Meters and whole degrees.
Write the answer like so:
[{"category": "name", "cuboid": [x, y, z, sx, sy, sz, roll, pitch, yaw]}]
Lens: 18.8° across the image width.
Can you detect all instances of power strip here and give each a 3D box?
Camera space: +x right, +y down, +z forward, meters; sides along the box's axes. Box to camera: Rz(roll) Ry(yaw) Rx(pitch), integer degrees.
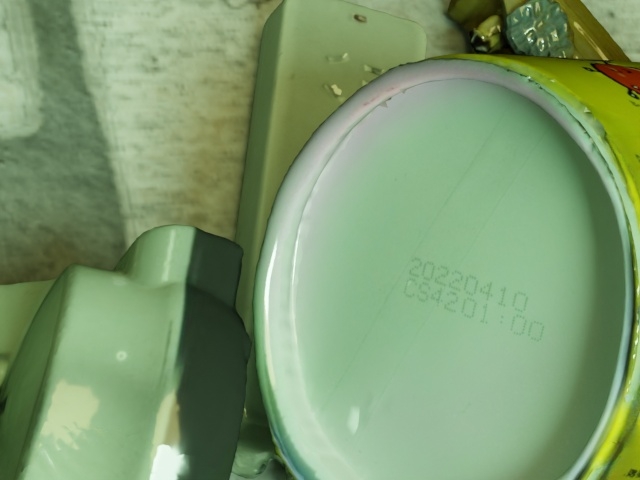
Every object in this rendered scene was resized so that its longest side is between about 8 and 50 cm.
[{"category": "power strip", "cuboid": [0.000, 0.000, 1.143, 0.098, 0.058, 0.338, 15, 65, -19]}]

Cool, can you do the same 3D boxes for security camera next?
[{"category": "security camera", "cuboid": [-0.189, 0.082, 0.955, 0.277, 0.197, 0.191, 17, 56, -10]}]

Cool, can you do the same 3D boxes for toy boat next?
[{"category": "toy boat", "cuboid": [0.175, -0.039, 1.220, 0.115, 0.089, 0.310, -31, 84, -28]}]

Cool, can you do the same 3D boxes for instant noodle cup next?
[{"category": "instant noodle cup", "cuboid": [0.138, 0.043, 0.994, 0.254, 0.325, 0.325, 6, 66, -46]}]
